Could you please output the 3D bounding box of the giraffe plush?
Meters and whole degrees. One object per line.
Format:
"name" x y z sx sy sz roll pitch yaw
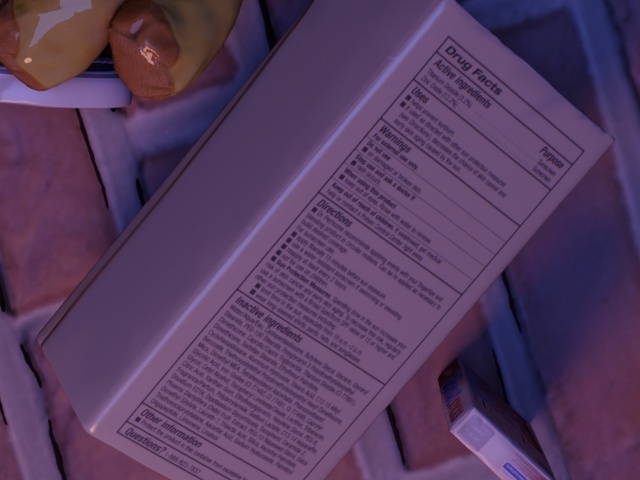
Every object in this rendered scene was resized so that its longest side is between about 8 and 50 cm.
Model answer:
"giraffe plush" -0.097 -0.195 1.016 0.210 0.170 0.181 -10 56 2

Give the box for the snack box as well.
"snack box" 0.100 0.108 1.070 0.064 0.178 0.022 42 95 -2

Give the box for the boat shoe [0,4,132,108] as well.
"boat shoe" -0.222 -0.128 1.116 0.228 0.080 0.076 10 99 9

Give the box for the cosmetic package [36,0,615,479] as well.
"cosmetic package" 0.000 0.000 1.067 0.160 0.113 0.309 36 97 -36
